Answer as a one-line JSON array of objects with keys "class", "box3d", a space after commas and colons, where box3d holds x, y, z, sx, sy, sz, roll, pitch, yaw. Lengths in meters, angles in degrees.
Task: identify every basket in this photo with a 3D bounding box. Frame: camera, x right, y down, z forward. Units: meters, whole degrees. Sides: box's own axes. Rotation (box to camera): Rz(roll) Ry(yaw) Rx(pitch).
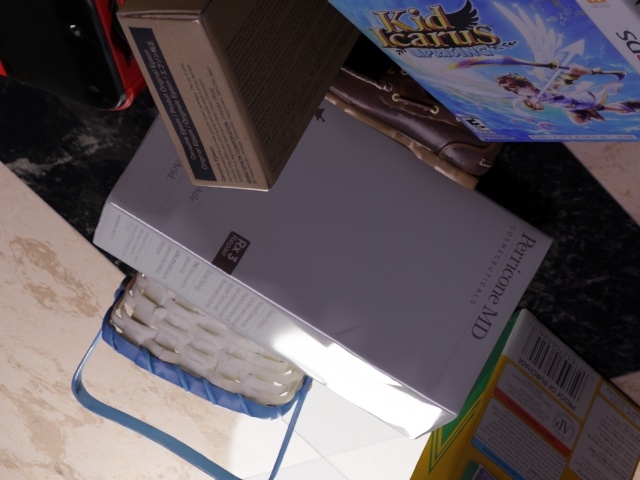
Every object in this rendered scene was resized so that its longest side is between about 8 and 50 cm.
[{"class": "basket", "box3d": [-0.118, 0.120, 1.862, 0.255, 0.201, 0.289, 29, 113, 2]}]

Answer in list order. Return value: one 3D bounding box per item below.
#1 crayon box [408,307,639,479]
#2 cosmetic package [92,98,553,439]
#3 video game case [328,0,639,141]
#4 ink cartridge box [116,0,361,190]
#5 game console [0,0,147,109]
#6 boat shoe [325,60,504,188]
[{"class": "crayon box", "box3d": [0.201, 0.257, 1.735, 0.203, 0.323, 0.083, 41, 142, -15]}, {"class": "cosmetic package", "box3d": [0.000, 0.000, 1.634, 0.385, 0.217, 0.156, 30, 160, -2]}, {"class": "video game case", "box3d": [0.182, -0.161, 1.384, 0.269, 0.061, 0.244, 2, 155, 42]}, {"class": "ink cartridge box", "box3d": [-0.059, -0.190, 1.448, 0.088, 0.235, 0.193, 5, 137, 28]}, {"class": "game console", "box3d": [-0.338, -0.289, 1.636, 0.342, 0.060, 0.386, 21, 152, 20]}, {"class": "boat shoe", "box3d": [0.076, -0.130, 1.580, 0.207, 0.073, 0.073, 30, 107, -6]}]
